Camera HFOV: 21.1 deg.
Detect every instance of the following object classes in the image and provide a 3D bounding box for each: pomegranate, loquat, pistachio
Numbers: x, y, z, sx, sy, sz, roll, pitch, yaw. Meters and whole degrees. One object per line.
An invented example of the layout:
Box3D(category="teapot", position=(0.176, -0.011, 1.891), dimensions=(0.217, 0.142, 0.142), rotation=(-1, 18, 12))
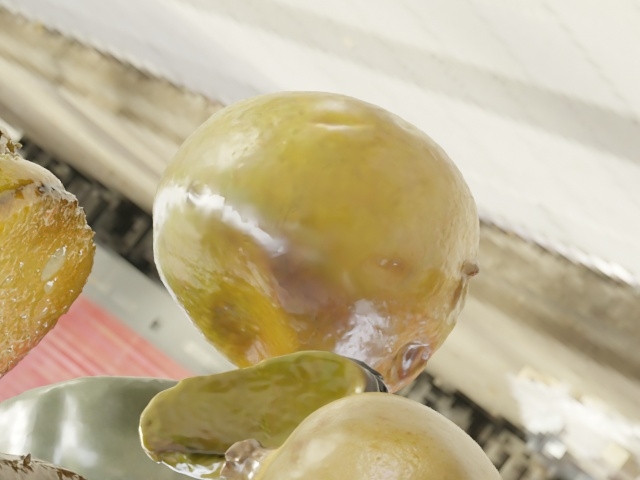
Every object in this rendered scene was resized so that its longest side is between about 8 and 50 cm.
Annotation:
Box3D(category="pomegranate", position=(0.025, 0.176, 0.987), dimensions=(0.196, 0.196, 0.196), rotation=(37, 172, 6))
Box3D(category="loquat", position=(0.000, 0.000, 1.533), dimensions=(0.284, 0.276, 0.276), rotation=(25, 167, 23))
Box3D(category="pistachio", position=(-0.035, 0.125, 1.117), dimensions=(0.049, 0.173, 0.089), rotation=(100, 151, -44))

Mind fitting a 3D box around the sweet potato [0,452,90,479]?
Box3D(category="sweet potato", position=(-0.159, 0.171, 1.009), dimensions=(0.077, 0.077, 0.243), rotation=(33, 177, 33))

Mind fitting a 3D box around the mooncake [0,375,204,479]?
Box3D(category="mooncake", position=(-0.209, 0.223, 1.727), dimensions=(0.275, 0.135, 0.275), rotation=(-1, 159, 0))

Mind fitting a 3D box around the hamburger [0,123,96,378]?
Box3D(category="hamburger", position=(-0.222, 0.017, 0.911), dimensions=(0.118, 0.191, 0.182), rotation=(35, 142, 17))
